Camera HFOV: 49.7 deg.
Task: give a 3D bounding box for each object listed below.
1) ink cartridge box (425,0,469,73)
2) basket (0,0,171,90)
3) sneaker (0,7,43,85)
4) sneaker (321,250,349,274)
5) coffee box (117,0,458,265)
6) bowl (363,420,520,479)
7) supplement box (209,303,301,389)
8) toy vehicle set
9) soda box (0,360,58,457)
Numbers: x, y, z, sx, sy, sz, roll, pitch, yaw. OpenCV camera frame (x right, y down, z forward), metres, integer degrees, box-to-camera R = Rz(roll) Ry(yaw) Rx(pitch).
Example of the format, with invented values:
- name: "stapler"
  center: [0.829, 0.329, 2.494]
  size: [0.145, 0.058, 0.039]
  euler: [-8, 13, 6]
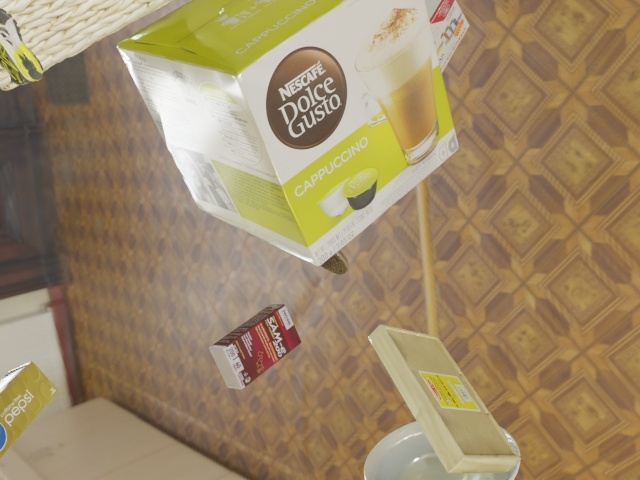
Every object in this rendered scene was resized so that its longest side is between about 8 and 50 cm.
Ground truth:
- name: "ink cartridge box"
  center: [0.173, -0.393, 1.263]
  size: [0.127, 0.176, 0.128]
  euler: [34, 100, 21]
- name: "basket"
  center: [-0.445, -0.452, 1.007]
  size: [0.328, 0.331, 0.266]
  euler: [53, 170, 29]
- name: "sneaker"
  center: [-0.314, -0.192, 0.690]
  size: [0.035, 0.031, 0.083]
  euler: [-21, 104, 28]
- name: "sneaker"
  center: [0.000, 0.000, 1.632]
  size: [0.188, 0.071, 0.066]
  euler: [39, 132, -2]
- name: "coffee box"
  center: [-0.043, -0.226, 1.097]
  size: [0.338, 0.337, 0.334]
  euler: [25, 147, 45]
- name: "bowl"
  center: [0.240, 0.472, 1.325]
  size: [0.298, 0.298, 0.134]
  euler: [5, 114, 49]
- name: "supplement box"
  center: [-0.174, 0.287, 1.898]
  size: [0.073, 0.239, 0.130]
  euler: [-7, 111, 47]
- name: "toy vehicle set"
  center: [0.200, 0.256, 1.133]
  size: [0.035, 0.166, 0.267]
  euler: [-51, 46, 22]
- name: "soda box"
  center: [-0.437, 0.246, 0.924]
  size: [0.058, 0.181, 0.061]
  euler: [-25, 110, 28]
